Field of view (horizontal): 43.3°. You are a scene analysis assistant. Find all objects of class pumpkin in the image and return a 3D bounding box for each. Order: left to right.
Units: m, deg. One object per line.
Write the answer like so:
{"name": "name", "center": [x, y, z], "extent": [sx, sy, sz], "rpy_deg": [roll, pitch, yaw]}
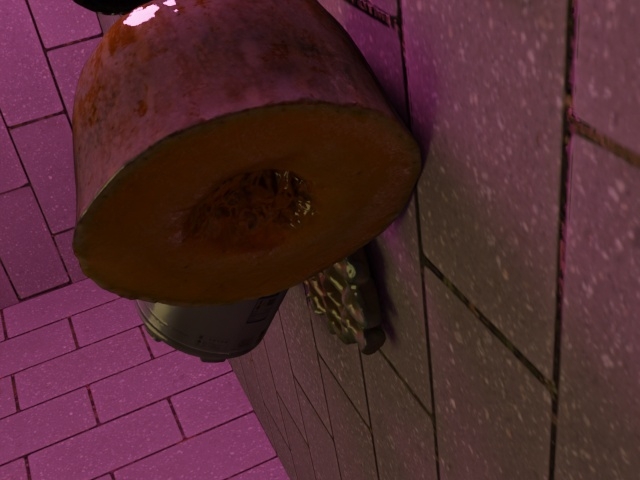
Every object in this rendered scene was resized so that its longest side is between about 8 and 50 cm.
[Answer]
{"name": "pumpkin", "center": [-0.084, -0.091, 0.787], "extent": [0.332, 0.333, 0.199], "rpy_deg": [95, 158, -58]}

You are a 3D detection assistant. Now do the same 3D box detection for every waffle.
{"name": "waffle", "center": [0.000, 0.000, 1.069], "extent": [0.292, 0.056, 0.309], "rpy_deg": [-159, 49, -70]}

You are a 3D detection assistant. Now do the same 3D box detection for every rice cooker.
{"name": "rice cooker", "center": [-0.158, 0.040, 1.255], "extent": [0.241, 0.281, 0.227], "rpy_deg": [57, 133, 39]}

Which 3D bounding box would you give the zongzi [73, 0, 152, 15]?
{"name": "zongzi", "center": [-0.379, -0.592, 1.418], "extent": [0.432, 0.208, 0.403], "rpy_deg": [-123, 20, -78]}
